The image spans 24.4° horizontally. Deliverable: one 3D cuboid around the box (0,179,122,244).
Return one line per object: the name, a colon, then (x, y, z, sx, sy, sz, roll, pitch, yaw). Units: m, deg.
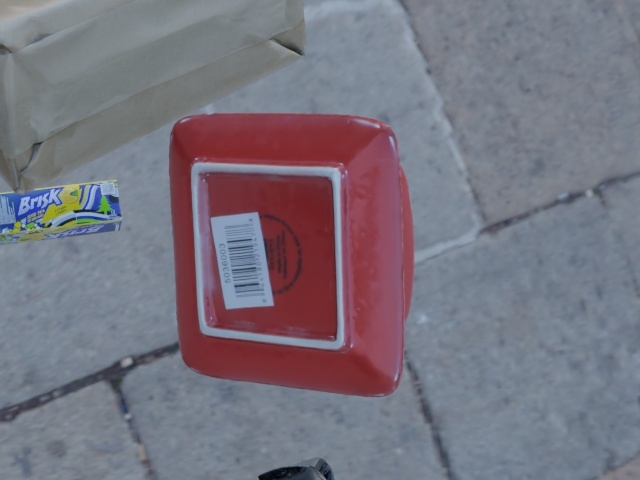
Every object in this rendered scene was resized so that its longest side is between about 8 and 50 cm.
box: (-0.330, -0.033, 1.809, 0.169, 0.059, 0.054, -7, 78, -12)

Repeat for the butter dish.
butter dish: (0.000, 0.000, 0.882, 0.118, 0.160, 0.160, -17, 108, -56)

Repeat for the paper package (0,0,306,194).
paper package: (-0.221, -0.234, 1.269, 0.309, 0.168, 0.325, -29, 50, -28)

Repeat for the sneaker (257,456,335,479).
sneaker: (-0.034, 0.210, 1.104, 0.078, 0.234, 0.106, 56, 47, -55)
